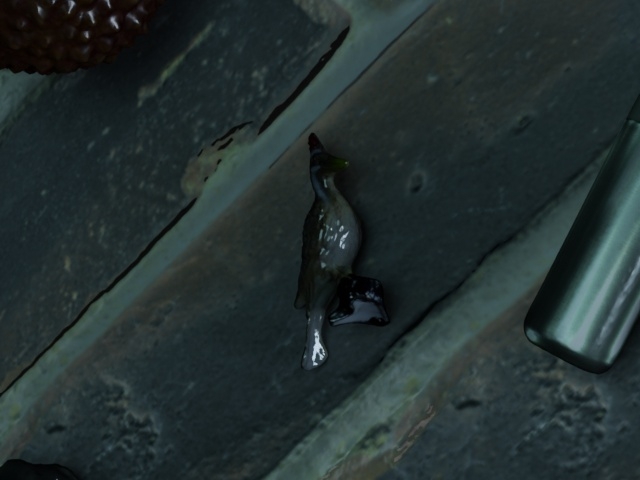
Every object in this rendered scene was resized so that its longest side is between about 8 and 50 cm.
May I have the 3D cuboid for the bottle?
[{"bbox_3d":[0.240,-0.024,1.116,0.254,0.079,0.096,-64,22,5],"label":"bottle"}]

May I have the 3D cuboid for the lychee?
[{"bbox_3d":[-0.265,-0.299,1.329,0.275,0.275,0.304,-22,92,23],"label":"lychee"}]

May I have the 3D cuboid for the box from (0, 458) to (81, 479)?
[{"bbox_3d":[-0.232,0.411,1.274,0.359,0.091,0.350,31,95,31],"label":"box"}]

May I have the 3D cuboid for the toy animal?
[{"bbox_3d":[0.007,0.003,1.239,0.105,0.070,0.203,-19,75,44],"label":"toy animal"}]
